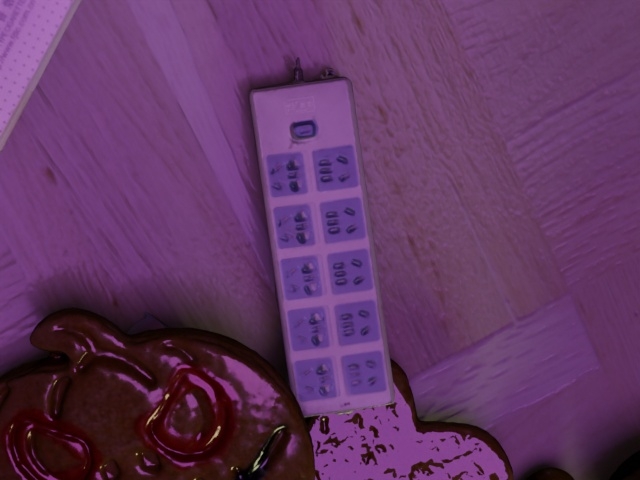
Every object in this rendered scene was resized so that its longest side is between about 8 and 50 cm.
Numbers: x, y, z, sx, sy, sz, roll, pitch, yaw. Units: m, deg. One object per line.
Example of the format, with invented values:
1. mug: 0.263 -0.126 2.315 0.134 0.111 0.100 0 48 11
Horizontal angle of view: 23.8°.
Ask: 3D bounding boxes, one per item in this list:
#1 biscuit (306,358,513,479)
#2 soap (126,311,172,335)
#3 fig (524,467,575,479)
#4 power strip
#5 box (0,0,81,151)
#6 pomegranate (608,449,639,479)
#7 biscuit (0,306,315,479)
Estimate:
1. biscuit: -0.021 0.319 1.613 0.283 0.064 0.432 39 94 -7
2. soap: -0.156 0.153 1.548 0.100 0.056 0.149 -37 108 -4
3. fig: 0.254 0.301 1.666 0.082 0.084 0.098 -27 120 32
4. power strip: 0.000 0.000 1.523 0.106 0.043 0.367 -9 97 -3
5. box: -0.270 -0.217 1.350 0.095 0.210 0.330 26 97 -17
6. pomegranate: 0.413 0.358 1.649 0.242 0.242 0.306 -15 126 -9
7. biscuit: -0.195 0.210 1.498 0.367 0.063 0.314 -16 110 10
